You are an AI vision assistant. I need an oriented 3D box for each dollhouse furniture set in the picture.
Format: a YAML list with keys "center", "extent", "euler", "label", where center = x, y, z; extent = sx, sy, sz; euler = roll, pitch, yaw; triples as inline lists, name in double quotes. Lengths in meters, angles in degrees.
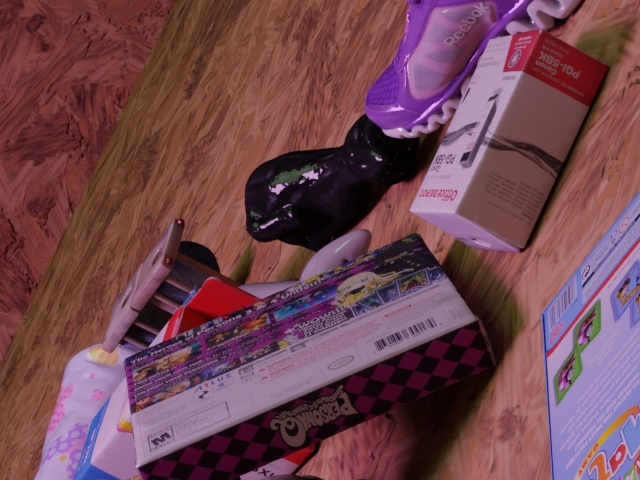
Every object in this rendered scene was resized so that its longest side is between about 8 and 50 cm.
- center: [-0.113, 0.103, 1.716]
  extent: [0.129, 0.129, 0.184]
  euler: [-53, 16, 38]
  label: "dollhouse furniture set"

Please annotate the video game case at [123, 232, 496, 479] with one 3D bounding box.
- center: [-0.016, 0.080, 1.311]
  extent: [0.232, 0.042, 0.210]
  euler: [-24, 17, -2]
  label: "video game case"

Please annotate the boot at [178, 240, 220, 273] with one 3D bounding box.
- center: [-0.122, 0.105, 1.924]
  extent: [0.219, 0.082, 0.106]
  euler: [-100, 12, -53]
  label: "boot"

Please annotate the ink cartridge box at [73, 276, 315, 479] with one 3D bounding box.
- center: [-0.085, 0.139, 1.538]
  extent: [0.231, 0.134, 0.078]
  euler: [-51, 18, 45]
  label: "ink cartridge box"

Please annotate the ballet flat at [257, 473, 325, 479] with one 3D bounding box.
- center: [-0.061, 0.258, 1.389]
  extent: [0.248, 0.086, 0.086]
  euler: [-56, 16, 24]
  label: "ballet flat"

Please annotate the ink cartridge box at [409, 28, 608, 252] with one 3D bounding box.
- center: [0.123, -0.066, 1.311]
  extent: [0.135, 0.056, 0.099]
  euler: [-65, 15, -6]
  label: "ink cartridge box"

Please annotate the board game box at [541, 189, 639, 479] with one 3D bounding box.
- center: [0.168, 0.052, 0.970]
  extent: [0.160, 0.039, 0.211]
  euler: [-55, 15, 32]
  label: "board game box"

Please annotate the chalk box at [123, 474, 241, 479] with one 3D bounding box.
- center: [-0.100, 0.244, 1.218]
  extent: [0.132, 0.132, 0.213]
  euler: [-18, 18, 6]
  label: "chalk box"

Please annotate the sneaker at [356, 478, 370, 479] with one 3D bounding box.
- center: [-0.007, 0.219, 1.112]
  extent: [0.098, 0.135, 0.276]
  euler: [-58, 14, 30]
  label: "sneaker"

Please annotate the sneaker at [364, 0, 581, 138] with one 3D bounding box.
- center: [0.096, -0.170, 1.462]
  extent: [0.236, 0.104, 0.095]
  euler: [-43, 26, 41]
  label: "sneaker"

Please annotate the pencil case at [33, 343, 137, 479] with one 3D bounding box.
- center: [-0.222, 0.225, 1.928]
  extent: [0.124, 0.113, 0.273]
  euler: [-56, 15, 38]
  label: "pencil case"

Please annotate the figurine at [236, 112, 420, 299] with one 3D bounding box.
- center: [0.000, 0.000, 1.598]
  extent: [0.209, 0.092, 0.215]
  euler: [-35, 32, 55]
  label: "figurine"
